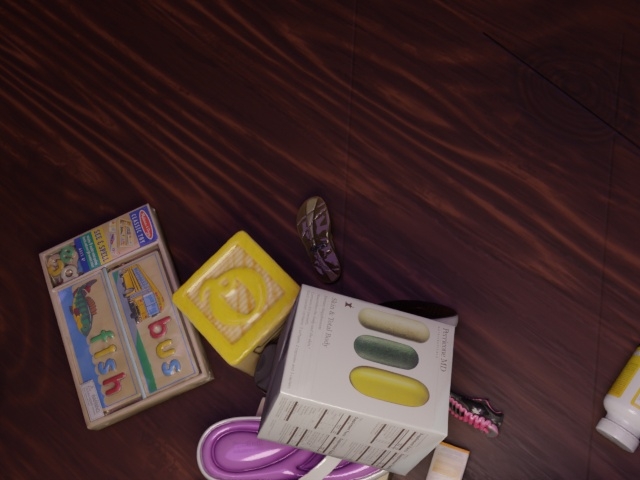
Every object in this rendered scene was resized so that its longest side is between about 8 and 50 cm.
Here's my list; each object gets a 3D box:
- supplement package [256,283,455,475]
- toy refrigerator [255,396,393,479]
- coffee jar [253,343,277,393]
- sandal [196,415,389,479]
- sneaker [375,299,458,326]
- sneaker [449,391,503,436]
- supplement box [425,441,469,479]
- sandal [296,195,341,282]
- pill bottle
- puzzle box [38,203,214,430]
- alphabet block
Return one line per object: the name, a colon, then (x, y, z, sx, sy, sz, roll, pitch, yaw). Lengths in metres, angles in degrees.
supplement package: (0.057, 0.231, 1.296, 0.262, 0.198, 0.199, 16, 54, -6)
toy refrigerator: (0.006, 0.389, 1.485, 0.269, 0.094, 0.102, 14, 69, 15)
coffee jar: (-0.064, 0.252, 1.490, 0.079, 0.184, 0.096, 18, 77, 16)
sandal: (-0.018, 0.357, 1.394, 0.415, 0.102, 0.170, -14, 67, 1)
sneaker: (0.123, 0.191, 1.535, 0.289, 0.106, 0.123, -6, 108, 0)
sneaker: (0.288, 0.314, 1.482, 0.119, 0.047, 0.057, 32, 60, 18)
supplement box: (0.231, 0.425, 1.456, 0.062, 0.036, 0.099, 17, 77, 15)
sandal: (0.000, 0.000, 1.631, 0.072, 0.049, 0.180, -18, 85, 12)
pill bottle: (0.567, 0.276, 1.399, 0.103, 0.103, 0.184, 34, 83, 19)
puzzle box: (-0.411, 0.155, 1.660, 0.272, 0.052, 0.409, -25, 70, 3)
alphabet block: (-0.135, 0.129, 1.535, 0.192, 0.197, 0.193, 42, 85, 19)
